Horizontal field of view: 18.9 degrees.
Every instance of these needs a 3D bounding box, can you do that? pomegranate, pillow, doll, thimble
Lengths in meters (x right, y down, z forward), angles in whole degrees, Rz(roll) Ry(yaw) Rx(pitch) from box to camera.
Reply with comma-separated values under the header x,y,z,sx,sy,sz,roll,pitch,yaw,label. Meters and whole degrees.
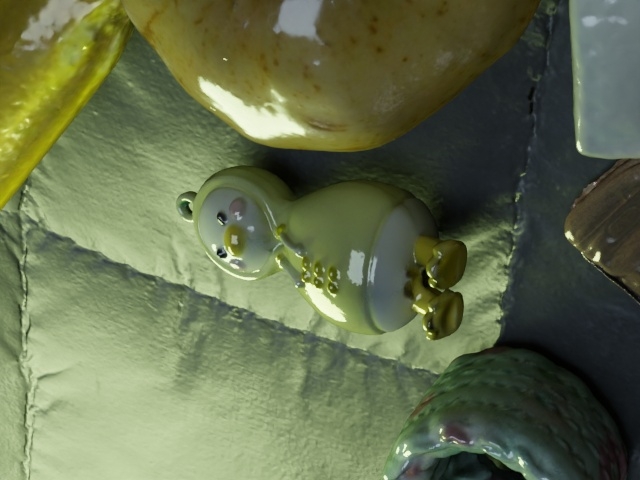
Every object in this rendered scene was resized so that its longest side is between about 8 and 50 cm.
x,y,z,sx,sy,sz,roll,pitch,yaw,label
0.000,-0.222,1.353,0.342,0.342,0.342,15,127,21,pomegranate
0.303,0.022,1.585,0.211,0.034,0.135,45,133,-2,pillow
-0.006,0.006,1.699,0.296,0.117,0.141,11,123,24,doll
0.172,0.207,1.713,0.211,0.149,0.185,36,130,4,thimble

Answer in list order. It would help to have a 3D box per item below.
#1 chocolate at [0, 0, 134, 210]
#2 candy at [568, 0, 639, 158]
x,y,z,sx,sy,sz,roll,pitch,yaw,label
-0.251,-0.165,1.720,0.162,0.162,0.445,46,127,-4,chocolate
0.272,-0.235,1.335,0.208,0.145,0.359,-1,121,16,candy
